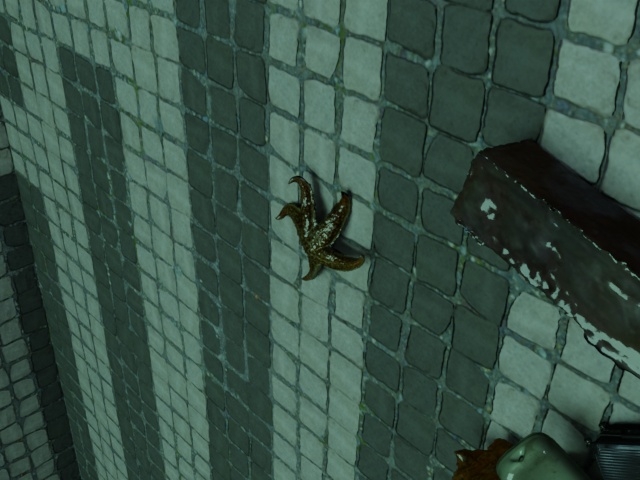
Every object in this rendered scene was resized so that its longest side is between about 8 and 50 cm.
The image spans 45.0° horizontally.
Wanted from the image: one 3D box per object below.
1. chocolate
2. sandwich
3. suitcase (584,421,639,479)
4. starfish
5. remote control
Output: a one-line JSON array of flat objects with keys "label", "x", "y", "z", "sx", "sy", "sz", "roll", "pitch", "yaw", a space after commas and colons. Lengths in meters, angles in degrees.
[{"label": "chocolate", "x": 0.302, "y": 0.017, "z": 0.854, "sx": 0.321, "sy": 0.112, "sz": 0.112, "roll": 44, "pitch": 138, "yaw": 27}, {"label": "sandwich", "x": 0.285, "y": 0.352, "z": 1.084, "sx": 0.185, "sy": 0.160, "sz": 0.109, "roll": -28, "pitch": 113, "yaw": 13}, {"label": "suitcase", "x": 0.394, "y": 0.266, "z": 0.936, "sx": 0.126, "sy": 0.059, "sz": 0.086, "roll": -15, "pitch": 100, "yaw": 51}, {"label": "starfish", "x": -0.007, "y": 0.002, "z": 1.269, "sx": 0.213, "sy": 0.057, "sz": 0.238, "roll": 47, "pitch": 141, "yaw": 33}, {"label": "remote control", "x": 0.350, "y": 0.374, "z": 0.981, "sx": 0.090, "sy": 0.038, "sz": 0.309, "roll": -44, "pitch": 94, "yaw": 10}]
